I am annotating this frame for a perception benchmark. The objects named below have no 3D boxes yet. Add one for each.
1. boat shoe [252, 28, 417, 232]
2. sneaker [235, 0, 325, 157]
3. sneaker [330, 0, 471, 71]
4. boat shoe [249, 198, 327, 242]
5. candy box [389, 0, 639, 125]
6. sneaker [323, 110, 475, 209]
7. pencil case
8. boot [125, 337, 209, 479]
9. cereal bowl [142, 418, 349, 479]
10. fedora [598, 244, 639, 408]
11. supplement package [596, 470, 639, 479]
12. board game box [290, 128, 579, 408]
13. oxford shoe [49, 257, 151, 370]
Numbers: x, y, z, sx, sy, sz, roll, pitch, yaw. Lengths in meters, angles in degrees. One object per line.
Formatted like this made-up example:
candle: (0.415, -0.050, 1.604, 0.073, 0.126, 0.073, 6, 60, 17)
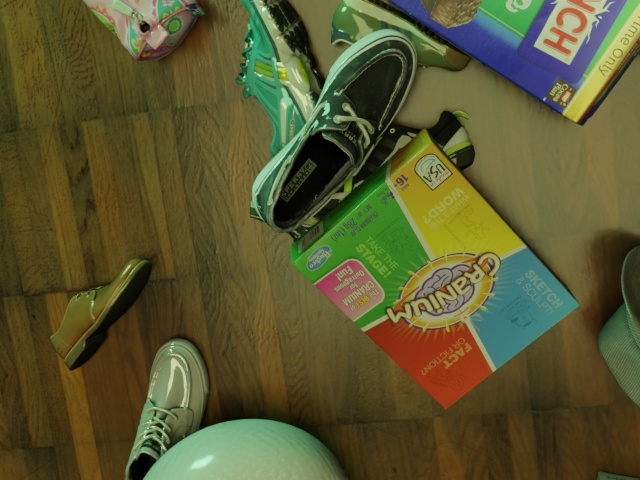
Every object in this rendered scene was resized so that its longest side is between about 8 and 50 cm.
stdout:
boat shoe: (0.025, -0.136, 1.095, 0.108, 0.102, 0.301, 40, 95, -22)
sneaker: (-0.070, -0.241, 1.169, 0.110, 0.107, 0.275, -18, 97, 21)
sneaker: (0.101, -0.260, 1.160, 0.192, 0.064, 0.086, 29, 116, 0)
boat shoe: (0.001, 0.000, 1.208, 0.223, 0.080, 0.073, 18, 97, 1)
candy box: (0.265, -0.335, 1.046, 0.317, 0.122, 0.268, 37, 110, 13)
sneaker: (0.097, -0.112, 1.181, 0.234, 0.084, 0.097, -20, 86, 5)
pencil case: (-0.291, -0.373, 1.169, 0.124, 0.124, 0.284, -42, 91, 13)
boot: (-0.229, 0.283, 1.271, 0.095, 0.123, 0.258, 6, 101, 8)
cereal bowl: (-0.100, 0.433, 1.212, 0.339, 0.141, 0.339, -3, 108, -11)
fedora: (0.462, 0.148, 1.114, 0.275, 0.244, 0.124, 31, 132, -6)
supplement package: (0.431, 0.405, 1.159, 0.105, 0.179, 0.105, 8, 101, 7)
board game box: (0.154, 0.046, 1.154, 0.242, 0.064, 0.316, -42, 109, 14)
oxford shoe: (-0.335, 0.097, 1.285, 0.076, 0.076, 0.212, 45, 103, 10)
